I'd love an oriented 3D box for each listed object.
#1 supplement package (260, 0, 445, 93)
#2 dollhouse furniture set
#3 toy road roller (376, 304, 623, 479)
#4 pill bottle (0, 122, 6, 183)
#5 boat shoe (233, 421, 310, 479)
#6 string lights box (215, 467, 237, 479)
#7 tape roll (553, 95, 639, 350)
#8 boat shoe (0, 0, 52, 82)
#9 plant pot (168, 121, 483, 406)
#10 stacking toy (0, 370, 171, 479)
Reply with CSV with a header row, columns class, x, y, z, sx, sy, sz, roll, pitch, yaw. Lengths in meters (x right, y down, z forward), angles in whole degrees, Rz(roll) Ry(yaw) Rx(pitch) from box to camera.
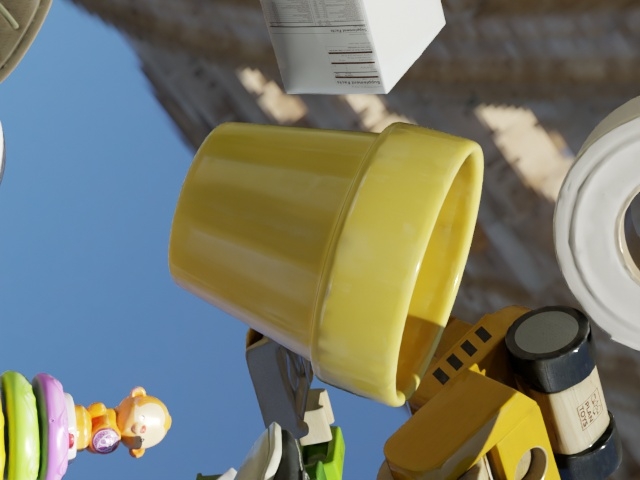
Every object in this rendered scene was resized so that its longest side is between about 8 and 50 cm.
class,x,y,z,sx,sy,sz,roll,pitch,yaw
supplement package,0.034,-0.314,2.473,0.149,0.203,0.194,2,-147,29
dollhouse furniture set,-0.080,0.187,2.358,0.151,0.301,0.197,-8,-150,10
toy road roller,0.157,0.209,2.191,0.240,0.202,0.329,20,-130,43
pill bottle,-0.405,-0.093,1.921,0.188,0.188,0.334,-41,-159,-6
boat shoe,-0.029,0.217,1.507,0.084,0.079,0.233,-55,-164,17
string lights box,-0.030,0.342,1.789,0.077,0.260,0.133,-36,164,-43
tape roll,0.393,-0.017,2.127,0.286,0.286,0.100,-26,-169,23
boat shoe,-0.327,-0.139,1.638,0.307,0.111,0.104,-45,-170,12
plant pot,0.000,0.000,1.844,0.239,0.254,0.254,16,-132,14
stacking toy,-0.282,0.176,1.815,0.302,0.175,0.166,-1,-169,-17
